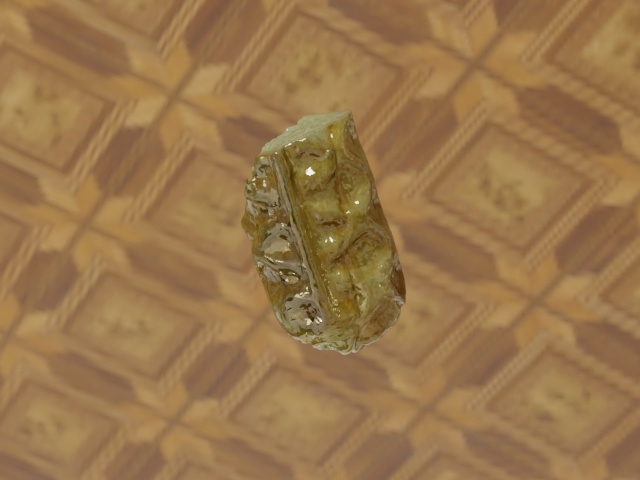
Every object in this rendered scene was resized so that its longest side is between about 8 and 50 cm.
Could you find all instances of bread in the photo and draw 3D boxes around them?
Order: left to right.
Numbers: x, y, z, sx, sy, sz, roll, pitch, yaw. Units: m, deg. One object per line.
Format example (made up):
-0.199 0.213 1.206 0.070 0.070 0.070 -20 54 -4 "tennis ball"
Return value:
0.000 0.000 0.875 0.066 0.060 0.110 -15 104 9 "bread"
